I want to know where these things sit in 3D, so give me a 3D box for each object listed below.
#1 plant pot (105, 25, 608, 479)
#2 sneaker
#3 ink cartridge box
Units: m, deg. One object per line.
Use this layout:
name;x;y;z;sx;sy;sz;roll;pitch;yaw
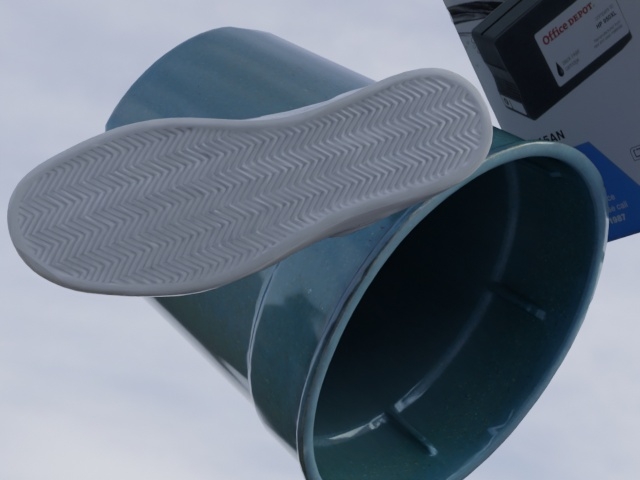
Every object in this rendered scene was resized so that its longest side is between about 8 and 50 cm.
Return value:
plant pot;0.000;0.000;1.402;0.334;0.341;0.341;34;-7;34
sneaker;-0.051;-0.023;1.055;0.292;0.108;0.169;-13;-5;-14
ink cartridge box;0.268;-0.219;1.455;0.166;0.395;0.285;-29;6;-41
